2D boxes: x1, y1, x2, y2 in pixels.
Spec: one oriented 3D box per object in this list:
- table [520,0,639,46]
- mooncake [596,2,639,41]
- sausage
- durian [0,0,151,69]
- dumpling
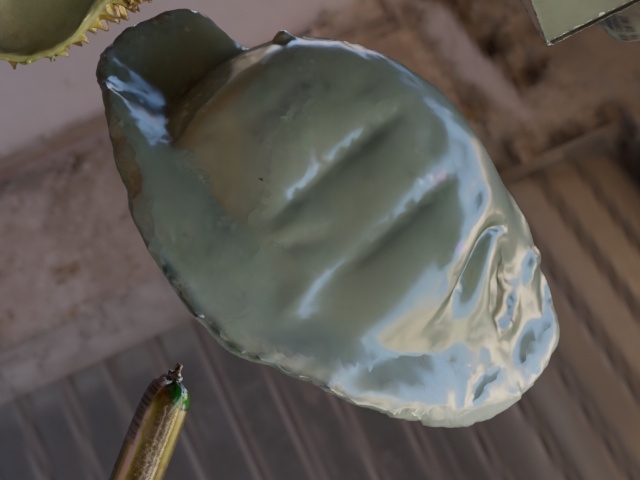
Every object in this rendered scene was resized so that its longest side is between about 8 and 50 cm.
[{"bbox_3d":[0.196,-0.228,0.973,0.121,0.240,0.111,59,7,-53],"label":"table"},{"bbox_3d":[0.352,-0.285,1.668,0.254,0.250,0.136,74,4,-77],"label":"mooncake"},{"bbox_3d":[-0.133,0.196,1.120,0.033,0.033,0.269,-125,-126,-67],"label":"sausage"},{"bbox_3d":[-0.219,-0.218,1.366,0.252,0.144,0.139,25,-33,3],"label":"durian"},{"bbox_3d":[-0.003,0.000,0.717,0.219,0.153,0.108,34,-25,-9],"label":"dumpling"}]
